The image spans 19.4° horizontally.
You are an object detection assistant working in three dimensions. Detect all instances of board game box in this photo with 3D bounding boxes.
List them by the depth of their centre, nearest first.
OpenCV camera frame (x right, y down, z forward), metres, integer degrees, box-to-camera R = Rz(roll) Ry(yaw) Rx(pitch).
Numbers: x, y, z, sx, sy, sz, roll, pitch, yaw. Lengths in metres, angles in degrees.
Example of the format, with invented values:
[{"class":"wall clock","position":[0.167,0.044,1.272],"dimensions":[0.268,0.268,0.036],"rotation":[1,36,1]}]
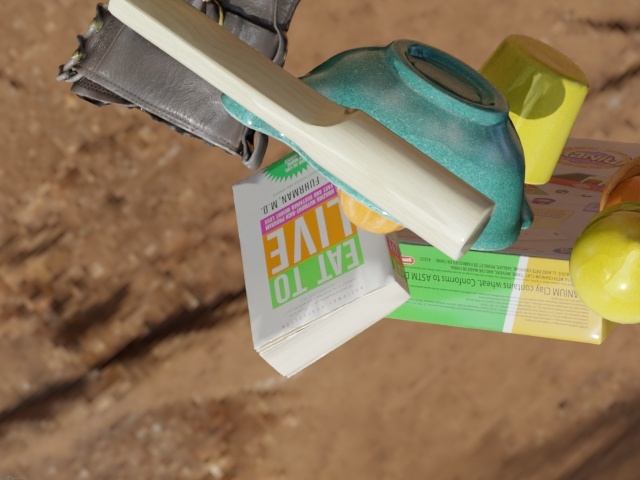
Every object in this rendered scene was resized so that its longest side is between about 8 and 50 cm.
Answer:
[{"class":"board game box","position":[0.161,-0.014,1.512],"dimensions":[0.316,0.242,0.064],"rotation":[-35,127,-58]}]

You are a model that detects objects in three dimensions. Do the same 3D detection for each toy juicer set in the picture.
[{"class":"toy juicer set","position":[0.063,-0.021,0.875],"dimensions":[0.329,0.209,0.089],"rotation":[1,127,-51]}]

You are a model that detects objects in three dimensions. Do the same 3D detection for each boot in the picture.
[{"class":"boot","position":[-0.099,-0.191,1.157],"dimensions":[0.229,0.263,0.091],"rotation":[-59,159,5]}]

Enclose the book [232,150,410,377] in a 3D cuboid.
[{"class":"book","position":[0.000,0.000,1.128],"dimensions":[0.096,0.144,0.035],"rotation":[-30,132,18]}]

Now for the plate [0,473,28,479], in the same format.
[{"class":"plate","position":[-0.229,0.187,1.143],"dimensions":[0.278,0.277,0.045],"rotation":[126,-25,-61]}]
